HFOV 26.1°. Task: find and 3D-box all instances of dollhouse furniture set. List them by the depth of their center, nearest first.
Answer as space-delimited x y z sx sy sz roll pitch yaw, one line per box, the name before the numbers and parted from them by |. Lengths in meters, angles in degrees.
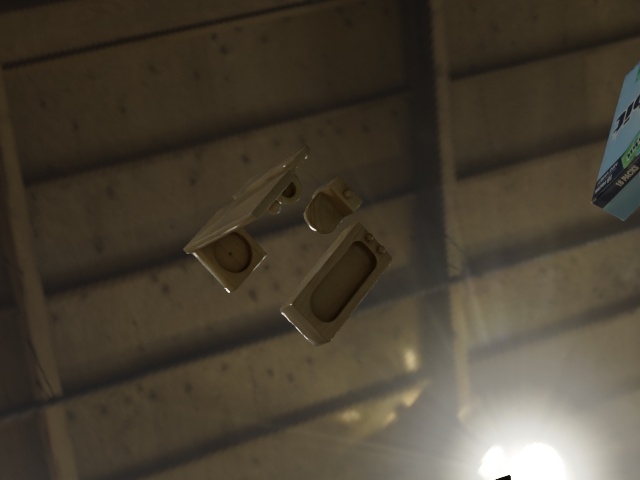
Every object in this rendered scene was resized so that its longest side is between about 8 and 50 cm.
dollhouse furniture set | 0.000 0.000 1.210 0.151 0.123 0.144 47 -123 -12

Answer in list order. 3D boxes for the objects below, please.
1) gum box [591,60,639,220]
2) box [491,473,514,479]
gum box | 0.326 -0.132 1.289 0.041 0.157 0.184 29 -129 -6
box | 0.075 0.288 0.751 0.257 0.322 0.079 -17 -55 -17
